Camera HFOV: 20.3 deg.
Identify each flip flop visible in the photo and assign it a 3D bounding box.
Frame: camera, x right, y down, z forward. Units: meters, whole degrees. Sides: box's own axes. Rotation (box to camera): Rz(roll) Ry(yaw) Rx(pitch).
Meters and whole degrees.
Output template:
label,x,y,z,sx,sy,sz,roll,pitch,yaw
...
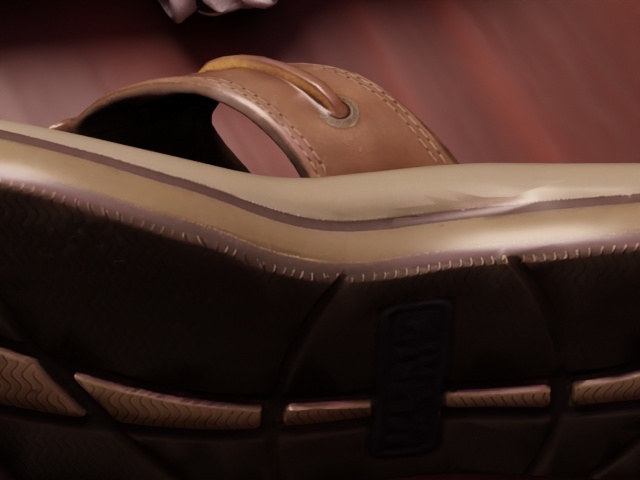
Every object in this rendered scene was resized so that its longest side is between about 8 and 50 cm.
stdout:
label,x,y,z,sx,sy,sz,roll,pitch,yaw
flip flop,0.000,0.000,0.421,0.277,0.112,0.080,0,48,-7

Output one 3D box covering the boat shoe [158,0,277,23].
label,x,y,z,sx,sy,sz,roll,pitch,yaw
boat shoe,-0.036,-0.087,0.457,0.184,0.066,0.063,-3,88,-12
